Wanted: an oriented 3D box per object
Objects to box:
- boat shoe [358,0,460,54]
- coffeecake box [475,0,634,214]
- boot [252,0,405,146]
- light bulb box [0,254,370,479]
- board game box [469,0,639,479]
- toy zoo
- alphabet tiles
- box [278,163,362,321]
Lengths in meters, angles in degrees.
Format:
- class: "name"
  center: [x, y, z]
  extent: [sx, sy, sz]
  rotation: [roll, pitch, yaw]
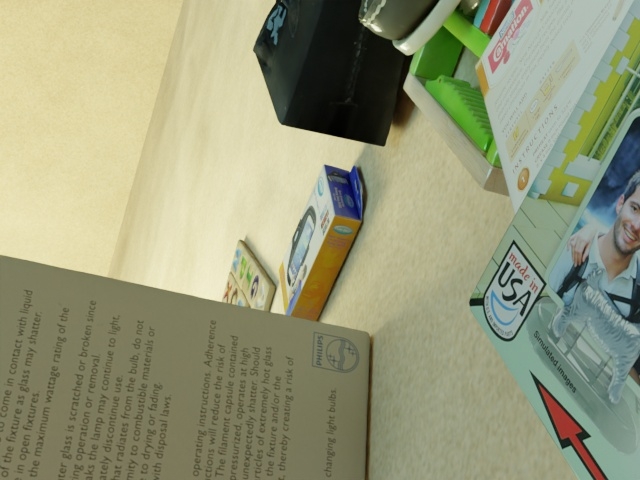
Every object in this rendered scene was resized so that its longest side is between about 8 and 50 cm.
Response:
- class: "boat shoe"
  center: [0.080, -0.254, 0.603]
  extent: [0.109, 0.091, 0.305]
  rotation: [-98, 27, -54]
- class: "coffeecake box"
  center: [0.137, -0.061, 0.422]
  extent: [0.185, 0.068, 0.142]
  rotation: [-94, 25, -45]
- class: "boot"
  center: [0.058, -0.344, 0.814]
  extent: [0.367, 0.146, 0.445]
  rotation: [-78, 0, -57]
- class: "light bulb box"
  center: [-0.196, 0.195, 0.802]
  extent: [0.358, 0.361, 0.225]
  rotation: [128, 151, -55]
- class: "board game box"
  center: [0.156, 0.039, 0.207]
  extent: [0.317, 0.046, 0.213]
  rotation: [62, 139, 46]
- class: "toy zoo"
  center: [0.132, -0.192, 0.604]
  extent: [0.192, 0.030, 0.293]
  rotation: [-111, 37, -62]
- class: "alphabet tiles"
  center: [-0.103, 0.133, 1.155]
  extent: [0.198, 0.009, 0.237]
  rotation: [-135, 60, -70]
- class: "box"
  center: [0.000, 0.000, 0.891]
  extent: [0.081, 0.028, 0.136]
  rotation: [-101, 28, -54]
